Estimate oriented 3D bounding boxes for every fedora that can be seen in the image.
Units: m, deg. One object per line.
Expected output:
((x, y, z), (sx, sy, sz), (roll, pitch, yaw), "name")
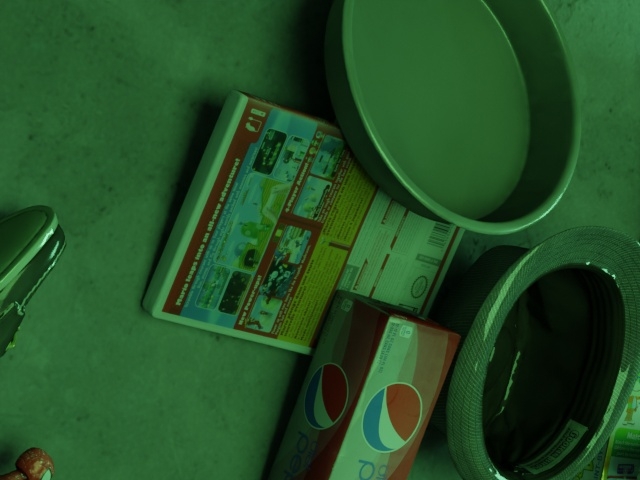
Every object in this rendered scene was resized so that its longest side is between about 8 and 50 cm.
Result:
((0.185, 0.101, 1.794), (0.244, 0.124, 0.275), (-1, 107, -40), "fedora")

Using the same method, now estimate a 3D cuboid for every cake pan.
((0.114, -0.142, 1.700), (0.293, 0.054, 0.293), (15, 66, -38), "cake pan")

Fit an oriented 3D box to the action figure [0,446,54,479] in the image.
((-0.276, 0.298, 1.510), (0.139, 0.091, 0.280), (42, 74, -31), "action figure")

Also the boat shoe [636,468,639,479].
((0.436, 0.214, 1.954), (0.320, 0.118, 0.103), (1, 90, -41), "boat shoe")

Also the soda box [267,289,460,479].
((0.025, 0.184, 1.697), (0.092, 0.083, 0.263), (17, 95, -38), "soda box")

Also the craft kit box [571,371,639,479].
((0.367, 0.218, 2.002), (0.250, 0.061, 0.246), (12, 92, -38), "craft kit box")

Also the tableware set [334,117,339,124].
((0.093, -0.074, 1.758), (0.194, 0.039, 0.128), (26, 81, -36), "tableware set")

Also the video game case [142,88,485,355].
((0.000, 0.000, 1.681), (0.285, 0.025, 0.204), (16, 101, -38), "video game case")

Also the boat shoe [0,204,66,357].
((-0.277, 0.069, 1.482), (0.228, 0.081, 0.068), (-46, 124, -14), "boat shoe")
